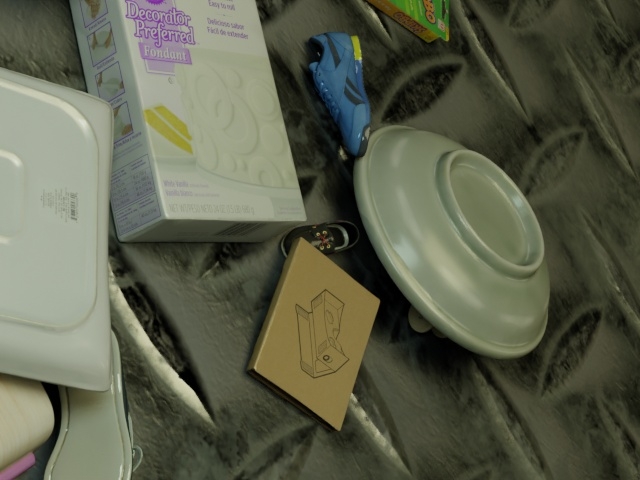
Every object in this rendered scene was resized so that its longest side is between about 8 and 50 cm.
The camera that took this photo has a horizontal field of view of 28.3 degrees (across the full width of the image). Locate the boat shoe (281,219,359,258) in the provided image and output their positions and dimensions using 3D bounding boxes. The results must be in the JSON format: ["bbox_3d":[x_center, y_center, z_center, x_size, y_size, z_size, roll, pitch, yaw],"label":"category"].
[{"bbox_3d":[-0.001,-0.002,1.724,0.133,0.042,0.049,-12,84,-48],"label":"boat shoe"}]

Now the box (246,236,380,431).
[{"bbox_3d":[-0.005,0.122,1.655,0.164,0.021,0.201,39,54,-30],"label":"box"}]

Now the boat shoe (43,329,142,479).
[{"bbox_3d":[-0.238,0.211,1.320,0.079,0.095,0.254,81,-2,-58],"label":"boat shoe"}]

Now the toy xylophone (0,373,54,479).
[{"bbox_3d":[-0.390,0.106,1.212,0.236,0.081,0.322,-19,87,-50],"label":"toy xylophone"}]

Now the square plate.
[{"bbox_3d":[-0.342,-0.047,1.233,0.344,0.049,0.347,17,57,-36],"label":"square plate"}]

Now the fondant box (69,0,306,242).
[{"bbox_3d":[-0.163,-0.166,1.580,0.238,0.096,0.330,0,72,-48],"label":"fondant box"}]

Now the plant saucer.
[{"bbox_3d":[0.223,-0.021,1.867,0.400,0.100,0.400,31,40,-29],"label":"plant saucer"}]

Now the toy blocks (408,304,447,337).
[{"bbox_3d":[0.192,0.087,1.883,0.148,0.054,0.123,13,62,-44],"label":"toy blocks"}]

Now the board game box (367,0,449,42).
[{"bbox_3d":[0.116,-0.422,2.054,0.259,0.039,0.124,25,55,-35],"label":"board game box"}]

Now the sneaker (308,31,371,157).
[{"bbox_3d":[0.024,-0.209,1.829,0.082,0.069,0.209,0,62,-15],"label":"sneaker"}]
